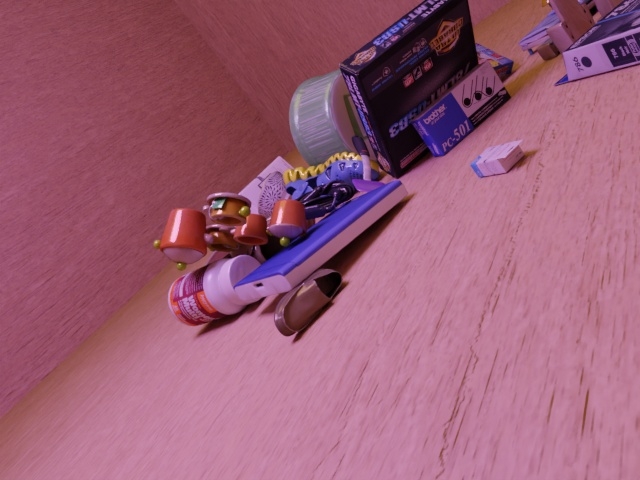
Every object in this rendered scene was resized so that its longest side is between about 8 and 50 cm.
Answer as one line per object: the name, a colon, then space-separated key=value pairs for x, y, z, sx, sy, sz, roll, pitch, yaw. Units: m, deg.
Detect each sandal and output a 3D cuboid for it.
sandal: x=0.024 y=-0.137 z=1.400 sx=0.317 sy=0.126 sz=0.138 roll=-14 pitch=64 yaw=45

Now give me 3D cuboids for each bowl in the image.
bowl: x=-0.130 y=-0.138 z=1.760 sx=0.080 sy=0.170 sz=0.170 roll=18 pitch=42 yaw=19

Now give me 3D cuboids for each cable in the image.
cable: x=-0.017 y=-0.091 z=1.173 sx=0.184 sy=0.047 sz=0.150 roll=-11 pitch=23 yaw=32

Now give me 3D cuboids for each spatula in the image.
spatula: x=0.104 y=-0.177 z=1.228 sx=0.296 sy=0.084 sz=0.030 roll=-97 pitch=16 yaw=-52

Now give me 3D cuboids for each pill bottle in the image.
pill bottle: x=-0.224 y=0.109 z=1.157 sx=0.221 sy=0.121 sz=0.121 roll=-22 pitch=21 yaw=41

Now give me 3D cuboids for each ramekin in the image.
ramekin: x=0.075 y=-0.334 z=1.493 sx=0.148 sy=0.303 sz=0.303 roll=-11 pitch=29 yaw=48

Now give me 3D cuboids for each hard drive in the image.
hard drive: x=0.000 y=0.000 z=1.016 sx=0.318 sy=0.040 sz=0.210 roll=-38 pitch=10 yaw=-32

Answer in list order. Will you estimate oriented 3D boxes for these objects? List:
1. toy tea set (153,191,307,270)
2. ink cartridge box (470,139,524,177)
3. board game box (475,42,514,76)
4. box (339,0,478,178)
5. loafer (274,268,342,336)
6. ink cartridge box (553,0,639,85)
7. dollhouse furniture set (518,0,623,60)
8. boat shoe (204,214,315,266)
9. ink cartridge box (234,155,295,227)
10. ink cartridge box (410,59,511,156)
toy tea set: x=-0.180 y=-0.002 z=1.073 sx=0.336 sy=0.200 sz=0.124 roll=-14 pitch=66 yaw=44
ink cartridge box: x=0.280 y=-0.127 z=0.830 sx=0.048 sy=0.028 sz=0.083 roll=-42 pitch=14 yaw=-16
board game box: x=0.361 y=-0.438 z=1.334 sx=0.201 sy=0.035 sz=0.136 roll=-21 pitch=47 yaw=-22
box: x=0.212 y=-0.331 z=1.148 sx=0.295 sy=0.293 sz=0.073 roll=-39 pitch=45 yaw=-9
loafer: x=-0.017 y=0.089 z=0.832 sx=0.050 sy=0.056 sz=0.148 roll=-31 pitch=14 yaw=51
ink cartridge box: x=0.523 y=-0.346 z=0.856 sx=0.165 sy=0.065 sz=0.332 roll=-41 pitch=13 yaw=-7
dollhouse furniture set: x=0.540 y=-0.568 z=1.249 sx=0.286 sy=0.198 sz=0.303 roll=-40 pitch=13 yaw=-10
boat shoe: x=-0.154 y=0.029 z=1.259 sx=0.324 sy=0.123 sz=0.116 roll=-38 pitch=15 yaw=8
ink cartridge box: x=-0.216 y=-0.151 z=1.929 sx=0.198 sy=0.114 sz=0.273 roll=-46 pitch=4 yaw=47
ink cartridge box: x=0.300 y=-0.280 z=1.137 sx=0.207 sy=0.097 sz=0.046 roll=-41 pitch=14 yaw=-9
